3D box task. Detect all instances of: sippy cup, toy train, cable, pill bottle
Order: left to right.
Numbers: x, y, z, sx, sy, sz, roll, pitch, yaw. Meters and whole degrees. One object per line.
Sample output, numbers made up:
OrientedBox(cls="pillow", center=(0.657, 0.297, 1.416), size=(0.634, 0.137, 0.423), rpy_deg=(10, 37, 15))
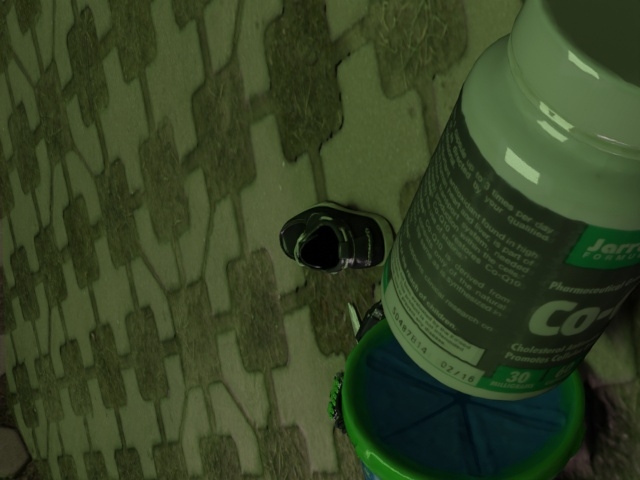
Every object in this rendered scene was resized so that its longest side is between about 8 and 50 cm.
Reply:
OrientedBox(cls="toy train", center=(0.022, 0.213, 1.565), size=(0.023, 0.017, 0.083), rpy_deg=(-120, 30, -44))
OrientedBox(cls="cable", center=(0.064, 0.166, 1.371), size=(0.150, 0.047, 0.184), rpy_deg=(-97, 27, -56))
OrientedBox(cls="sippy cup", center=(0.138, 0.216, 1.167), size=(0.240, 0.305, 0.224), rpy_deg=(23, 141, 21))
OrientedBox(cls="pill bottle", center=(0.190, -0.043, 0.939), size=(0.204, 0.204, 0.361), rpy_deg=(57, 148, 29))

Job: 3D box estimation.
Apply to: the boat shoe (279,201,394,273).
OrientedBox(cls="boat shoe", center=(0.000, 0.000, 1.434), size=(0.233, 0.079, 0.084), rpy_deg=(5, 110, 62))

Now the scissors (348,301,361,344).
OrientedBox(cls="scissors", center=(0.077, 0.230, 1.471), size=(0.297, 0.021, 0.109), rpy_deg=(64, 150, 17))
